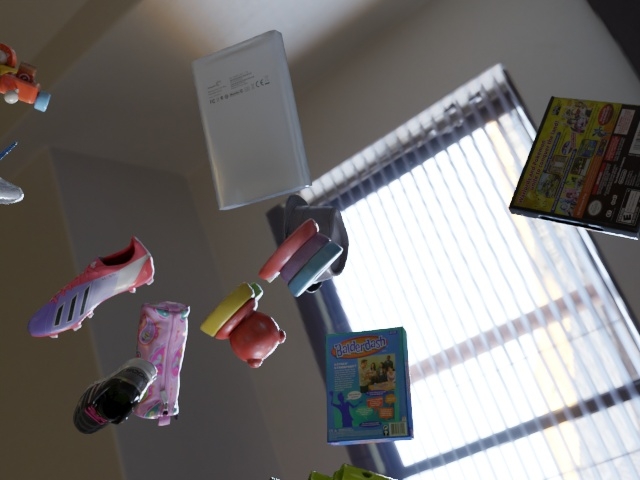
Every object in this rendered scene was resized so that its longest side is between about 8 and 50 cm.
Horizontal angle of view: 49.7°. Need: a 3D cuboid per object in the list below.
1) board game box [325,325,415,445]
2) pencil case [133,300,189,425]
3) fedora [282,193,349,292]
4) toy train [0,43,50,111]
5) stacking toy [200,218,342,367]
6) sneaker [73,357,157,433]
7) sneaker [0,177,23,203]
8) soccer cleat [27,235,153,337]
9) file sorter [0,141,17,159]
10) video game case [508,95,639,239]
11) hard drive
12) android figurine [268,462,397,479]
[{"bbox_3d":[0.091,0.277,1.320,0.047,0.160,0.210,49,-144,-61],"label":"board game box"},{"bbox_3d":[-0.382,0.287,1.650,0.124,0.124,0.284,7,-92,-57],"label":"pencil case"},{"bbox_3d":[0.000,0.000,1.879,0.244,0.124,0.275,43,-135,-55],"label":"fedora"},{"bbox_3d":[-0.344,-0.183,0.683,0.166,0.046,0.125,21,-170,-17],"label":"toy train"},{"bbox_3d":[-0.085,0.118,1.378,0.130,0.309,0.279,44,163,3],"label":"stacking toy"},{"bbox_3d":[-0.309,0.236,0.995,0.063,0.170,0.075,47,-156,-11],"label":"sneaker"},{"bbox_3d":[-0.738,-0.139,1.441,0.235,0.095,0.090,16,179,-16],"label":"sneaker"},{"bbox_3d":[-0.419,0.083,1.249,0.083,0.248,0.095,33,146,48],"label":"soccer cleat"},{"bbox_3d":[-0.588,-0.166,1.081,0.170,0.118,0.104,48,-145,-25],"label":"file sorter"},{"bbox_3d":[0.535,-0.152,1.360,0.035,0.248,0.275,45,-115,-53],"label":"video game case"},{"bbox_3d":[-0.140,-0.232,1.364,0.040,0.203,0.308,-5,-97,-65],"label":"hard drive"},{"bbox_3d":[0.040,0.418,0.936,0.272,0.248,0.056,21,-163,-3],"label":"android figurine"}]
